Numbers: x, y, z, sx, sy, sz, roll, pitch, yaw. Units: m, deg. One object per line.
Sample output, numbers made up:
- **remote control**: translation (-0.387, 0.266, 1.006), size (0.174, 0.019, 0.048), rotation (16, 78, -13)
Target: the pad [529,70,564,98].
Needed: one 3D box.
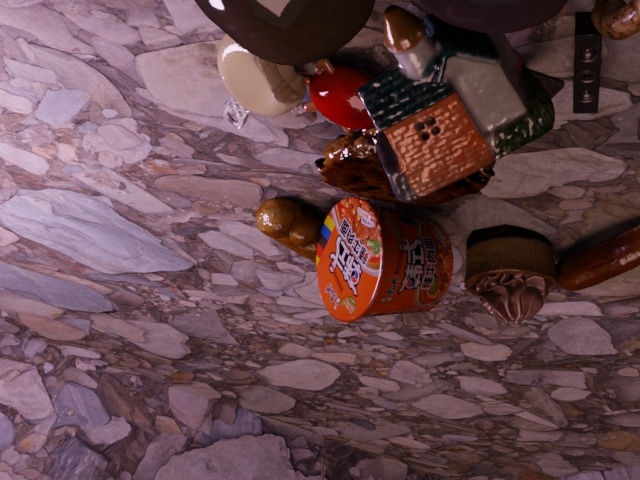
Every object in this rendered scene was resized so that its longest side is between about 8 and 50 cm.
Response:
- **pad**: translation (0.242, -0.218, 1.713), size (0.220, 0.004, 0.330), rotation (16, 153, -14)

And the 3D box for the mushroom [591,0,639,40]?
- **mushroom**: translation (0.456, -0.297, 1.239), size (0.207, 0.233, 0.302), rotation (13, 153, 9)

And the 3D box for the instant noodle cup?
- **instant noodle cup**: translation (0.133, 0.041, 2.004), size (0.192, 0.251, 0.250), rotation (4, 159, -31)

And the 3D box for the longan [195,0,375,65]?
- **longan**: translation (-0.029, -0.361, 1.267), size (0.300, 0.243, 0.300), rotation (-26, 164, -8)

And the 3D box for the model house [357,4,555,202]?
- **model house**: translation (0.164, -0.246, 1.459), size (0.271, 0.190, 0.301), rotation (-26, 130, 14)

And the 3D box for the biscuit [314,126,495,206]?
- **biscuit**: translation (0.150, -0.140, 1.788), size (0.289, 0.081, 0.334), rotation (18, 162, -33)

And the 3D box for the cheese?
- **cheese**: translation (-0.123, -0.269, 1.628), size (0.248, 0.071, 0.163), rotation (-9, 124, 53)

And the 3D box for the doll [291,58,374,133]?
- **doll**: translation (0.023, -0.245, 1.652), size (0.217, 0.085, 0.183), rotation (8, 153, 39)

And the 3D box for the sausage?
- **sausage**: translation (0.578, 0.039, 2.017), size (0.102, 0.076, 0.302), rotation (-26, 176, -38)

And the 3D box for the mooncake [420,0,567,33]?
- **mooncake**: translation (0.224, -0.380, 1.253), size (0.244, 0.133, 0.245), rotation (8, 154, 4)

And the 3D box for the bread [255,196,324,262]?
- **bread**: translation (-0.001, 0.002, 2.142), size (0.344, 0.084, 0.124), rotation (30, 169, -36)

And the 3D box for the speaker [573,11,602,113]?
- **speaker**: translation (0.406, -0.268, 1.517), size (0.040, 0.046, 0.191), rotation (0, 151, 14)

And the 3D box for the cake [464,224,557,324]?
- **cake**: translation (0.391, 0.088, 2.088), size (0.207, 0.178, 0.185), rotation (21, 152, -16)

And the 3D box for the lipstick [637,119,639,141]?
- **lipstick**: translation (0.597, -0.162, 1.668), size (0.145, 0.045, 0.045), rotation (23, 152, -26)
